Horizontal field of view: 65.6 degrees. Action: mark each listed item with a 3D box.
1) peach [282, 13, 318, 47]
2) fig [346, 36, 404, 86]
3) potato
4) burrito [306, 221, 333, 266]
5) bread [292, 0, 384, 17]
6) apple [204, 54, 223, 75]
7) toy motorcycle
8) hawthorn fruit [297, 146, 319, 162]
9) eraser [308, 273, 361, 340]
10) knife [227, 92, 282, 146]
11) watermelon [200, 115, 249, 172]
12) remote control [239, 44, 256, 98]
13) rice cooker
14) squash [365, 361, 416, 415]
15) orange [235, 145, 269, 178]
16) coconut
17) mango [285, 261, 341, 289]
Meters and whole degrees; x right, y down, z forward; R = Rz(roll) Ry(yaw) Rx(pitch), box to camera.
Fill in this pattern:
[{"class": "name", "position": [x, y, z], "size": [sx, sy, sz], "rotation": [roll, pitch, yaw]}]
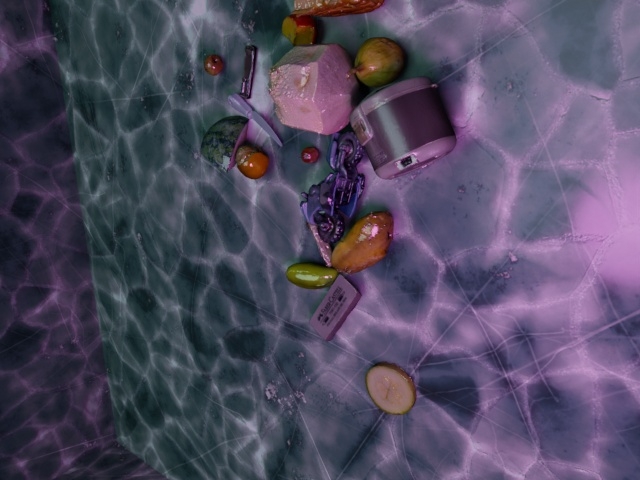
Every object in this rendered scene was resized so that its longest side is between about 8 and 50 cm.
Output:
[{"class": "peach", "position": [-0.071, -0.755, 1.780], "size": [0.118, 0.151, 0.151], "rotation": [-43, 74, 16]}, {"class": "fig", "position": [0.155, -0.552, 1.579], "size": [0.159, 0.257, 0.159], "rotation": [23, 132, 29]}, {"class": "potato", "position": [0.160, 0.014, 1.800], "size": [0.300, 0.172, 0.140], "rotation": [-51, 31, 33]}, {"class": "burrito", "position": [0.002, -0.001, 1.990], "size": [0.230, 0.063, 0.058], "rotation": [68, 159, -1]}, {"class": "bread", "position": [0.062, -0.799, 1.625], "size": [0.274, 0.184, 0.114], "rotation": [9, 114, 37]}, {"class": "apple", "position": [-0.460, -0.752, 2.129], "size": [0.071, 0.084, 0.084], "rotation": [-21, 89, 58]}, {"class": "toy motorcycle", "position": [0.035, -0.203, 1.838], "size": [0.232, 0.172, 0.417], "rotation": [28, 111, 46]}, {"class": "hawthorn fruit", "position": [-0.051, -0.324, 1.910], "size": [0.066, 0.103, 0.067], "rotation": [18, 122, 30]}, {"class": "eraser", "position": [0.057, 0.280, 2.018], "size": [0.111, 0.077, 0.353], "rotation": [44, 127, 20]}, {"class": "knife", "position": [-0.268, -0.510, 2.060], "size": [0.331, 0.044, 0.080], "rotation": [43, 156, 18]}, {"class": "watermelon", "position": [-0.416, -0.430, 2.149], "size": [0.260, 0.256, 0.176], "rotation": [31, 165, 20]}, {"class": "remote control", "position": [-0.299, -0.694, 2.048], "size": [0.059, 0.028, 0.212], "rotation": [29, 121, 33]}, {"class": "rice cooker", "position": [0.252, -0.351, 1.541], "size": [0.288, 0.288, 0.277], "rotation": [-25, 88, 41]}, {"class": "squash", "position": [0.275, 0.587, 1.954], "size": [0.219, 0.041, 0.219], "rotation": [13, 111, 36]}, {"class": "orange", "position": [-0.284, -0.331, 2.074], "size": [0.134, 0.156, 0.157], "rotation": [-34, 78, -1]}, {"class": "coconut", "position": [-0.006, -0.517, 1.699], "size": [0.309, 0.297, 0.298], "rotation": [17, 113, 38]}, {"class": "mango", "position": [-0.028, 0.145, 2.023], "size": [0.232, 0.125, 0.111], "rotation": [0, 101, 16]}]
